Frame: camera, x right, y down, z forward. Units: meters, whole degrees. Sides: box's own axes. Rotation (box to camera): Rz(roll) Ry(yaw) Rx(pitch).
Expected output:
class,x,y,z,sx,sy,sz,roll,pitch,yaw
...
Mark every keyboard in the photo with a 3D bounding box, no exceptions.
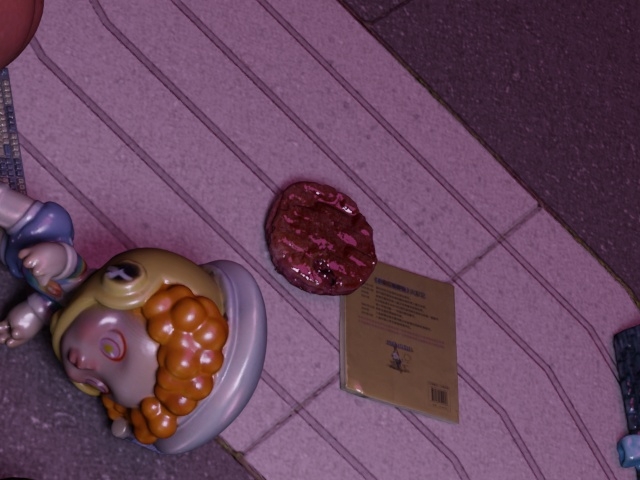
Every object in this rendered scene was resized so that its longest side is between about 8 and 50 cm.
class,x,y,z,sx,sy,sz,roll,pitch,yaw
keyboard,-0.359,-0.116,2.015,0.055,0.014,0.176,3,62,-31

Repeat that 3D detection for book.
class,x,y,z,sx,sy,sz,roll,pitch,yaw
book,0.097,0.116,2.206,0.168,0.013,0.192,19,54,-27

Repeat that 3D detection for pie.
class,x,y,z,sx,sy,sz,roll,pitch,yaw
pie,0.000,0.000,2.182,0.153,0.038,0.153,15,52,-20

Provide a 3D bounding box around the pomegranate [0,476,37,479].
class,x,y,z,sx,sy,sz,roll,pitch,yaw
pomegranate,-0.311,0.299,1.709,0.220,0.156,0.156,5,61,-36

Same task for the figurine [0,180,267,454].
class,x,y,z,sx,sy,sz,roll,pitch,yaw
figurine,-0.218,0.041,1.882,0.382,0.224,0.205,44,44,-6

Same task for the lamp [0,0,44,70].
class,x,y,z,sx,sy,sz,roll,pitch,yaw
lamp,-0.441,-0.253,1.884,0.305,0.239,0.305,19,13,-5

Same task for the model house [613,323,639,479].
class,x,y,z,sx,sy,sz,roll,pitch,yaw
model house,0.492,0.185,2.341,0.241,0.226,0.261,-4,61,-5
